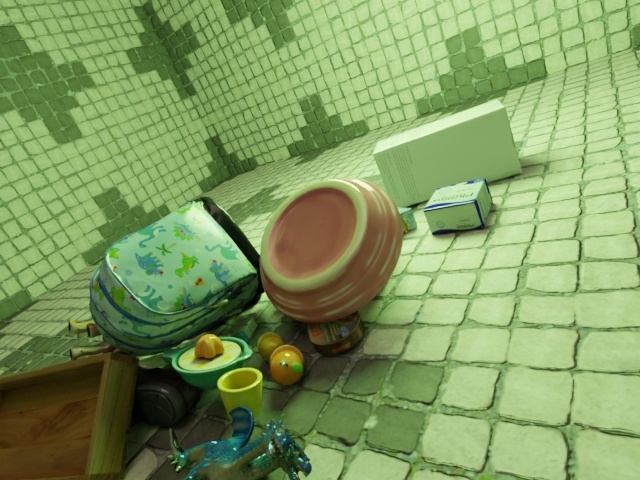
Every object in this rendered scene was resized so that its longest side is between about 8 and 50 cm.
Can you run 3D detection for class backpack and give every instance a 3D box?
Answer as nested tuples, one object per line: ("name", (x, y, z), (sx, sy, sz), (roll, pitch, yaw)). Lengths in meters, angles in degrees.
("backpack", (-0.310, 0.078, 0.887), (0.355, 0.290, 0.273), (-36, -5, -29))

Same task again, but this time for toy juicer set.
("toy juicer set", (-0.175, 0.206, 0.776), (0.329, 0.089, 0.209), (4, 16, 41))

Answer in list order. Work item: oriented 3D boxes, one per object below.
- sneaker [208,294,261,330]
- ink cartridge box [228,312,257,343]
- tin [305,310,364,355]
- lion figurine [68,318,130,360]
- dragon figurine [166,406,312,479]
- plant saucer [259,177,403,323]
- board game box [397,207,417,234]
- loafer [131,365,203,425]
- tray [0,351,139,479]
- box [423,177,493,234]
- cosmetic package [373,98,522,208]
("sneaker", (-0.226, 0.148, 1.067), (0.121, 0.079, 0.217), (-9, 27, 27))
("ink cartridge box", (-0.177, 0.204, 0.947), (0.048, 0.028, 0.083), (-15, 23, 23))
("tin", (0.024, 0.160, 0.823), (0.106, 0.040, 0.190), (-21, 21, -1))
("lion figurine", (-0.467, 0.226, 1.021), (0.240, 0.142, 0.392), (-5, 5, -40))
("dragon figurine", (-0.120, 0.291, 0.566), (0.144, 0.085, 0.289), (-28, 3, -30))
("plant saucer", (0.000, 0.000, 0.848), (0.332, 0.084, 0.332), (-17, 55, 25))
("board game box", (0.148, -0.032, 1.112), (0.194, 0.060, 0.194), (-3, 30, 46))
("loafer", (-0.364, 0.305, 0.839), (0.302, 0.109, 0.095), (-4, 12, 29))
("tray", (-0.531, 0.352, 0.783), (0.411, 0.076, 0.203), (-16, 60, 21))
("box", (0.338, -0.084, 1.008), (0.126, 0.072, 0.137), (-9, 26, 37))
("cosmetic package", (0.360, -0.244, 1.200), (0.365, 0.197, 0.155), (-15, 22, 20))
